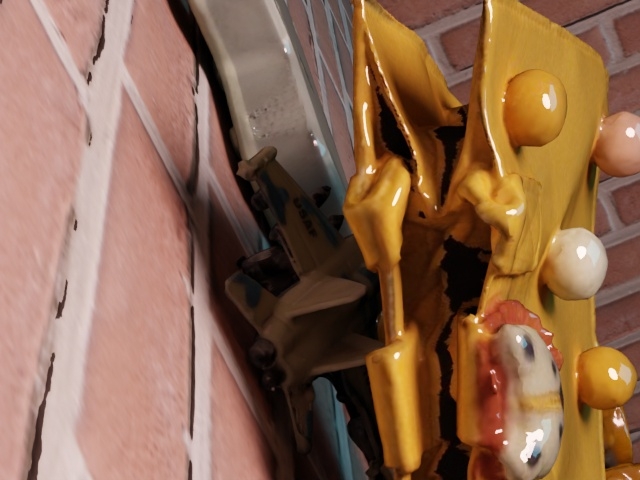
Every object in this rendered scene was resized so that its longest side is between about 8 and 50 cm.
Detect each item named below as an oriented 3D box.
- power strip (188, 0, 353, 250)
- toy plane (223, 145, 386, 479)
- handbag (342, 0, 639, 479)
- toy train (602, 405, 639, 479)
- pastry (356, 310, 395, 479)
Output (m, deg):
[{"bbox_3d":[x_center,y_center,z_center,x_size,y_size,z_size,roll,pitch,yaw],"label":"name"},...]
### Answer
[{"bbox_3d":[-0.042,-0.120,1.218,0.265,0.059,0.193,-106,175,-45],"label":"power strip"},{"bbox_3d":[0.015,0.024,1.034,0.192,0.088,0.262,68,21,-11],"label":"toy plane"},{"bbox_3d":[0.094,0.086,0.929,0.283,0.133,0.400,13,75,-70],"label":"handbag"},{"bbox_3d":[0.235,0.257,1.755,0.369,0.163,0.231,12,65,-84],"label":"toy train"},{"bbox_3d":[0.080,0.111,1.261,0.218,0.100,0.229,-99,171,-46],"label":"pastry"}]
